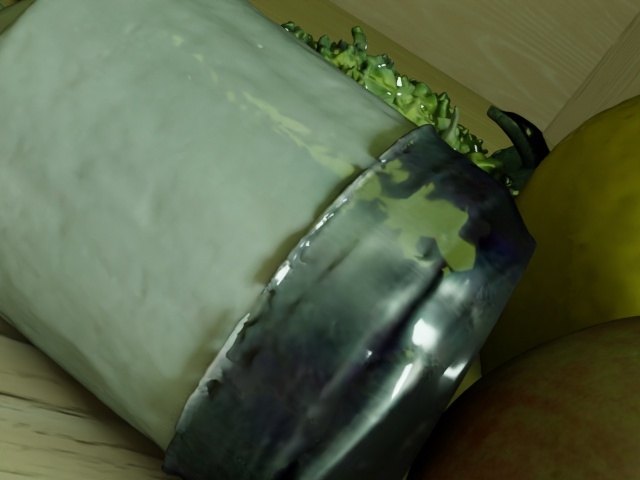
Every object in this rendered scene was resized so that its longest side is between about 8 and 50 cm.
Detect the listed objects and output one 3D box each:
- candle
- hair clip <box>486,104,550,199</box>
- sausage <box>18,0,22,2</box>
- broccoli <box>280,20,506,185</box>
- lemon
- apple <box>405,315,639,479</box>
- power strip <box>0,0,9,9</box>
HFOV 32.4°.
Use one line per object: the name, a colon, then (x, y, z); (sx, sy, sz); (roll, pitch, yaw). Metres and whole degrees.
candle: (-0.070, -0.016, 0.571); (0.342, 0.221, 0.221); (36, 15, 9)
hair clip: (0.200, -0.003, 1.110); (0.194, 0.206, 0.310); (32, 17, -2)
sausage: (-0.272, -0.218, 1.046); (0.029, 0.029, 0.223); (29, 18, -27)
broccoli: (0.000, 0.000, 0.793); (0.288, 0.248, 0.245); (44, 50, -12)
lemon: (0.267, 0.064, 0.752); (0.348, 0.348, 0.348); (34, 16, -11)
apple: (0.149, 0.162, 0.495); (0.257, 0.256, 0.234); (29, -13, -27)
power strip: (-0.341, -0.178, 0.763); (0.106, 0.043, 0.367); (42, 16, 19)
